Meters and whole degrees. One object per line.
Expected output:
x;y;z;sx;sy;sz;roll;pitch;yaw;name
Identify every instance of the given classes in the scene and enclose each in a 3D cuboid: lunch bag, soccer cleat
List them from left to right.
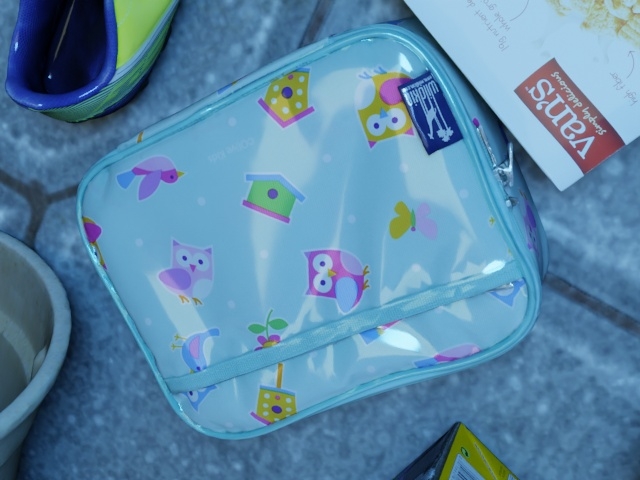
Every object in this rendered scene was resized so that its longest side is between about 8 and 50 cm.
-0.115;-0.201;0.570;0.093;0.121;0.289;30;111;9;soccer cleat
0.000;0.000;0.594;0.279;0.108;0.224;-22;97;22;lunch bag

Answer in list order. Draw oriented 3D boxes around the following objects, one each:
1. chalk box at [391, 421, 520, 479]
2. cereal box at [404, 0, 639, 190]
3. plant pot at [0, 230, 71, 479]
0.059;0.256;0.632;0.132;0.132;0.213;43;114;3;chalk box
0.167;-0.163;0.475;0.240;0.047;0.173;-40;91;23;cereal box
-0.353;0.182;0.672;0.333;0.334;0.306;17;120;13;plant pot
